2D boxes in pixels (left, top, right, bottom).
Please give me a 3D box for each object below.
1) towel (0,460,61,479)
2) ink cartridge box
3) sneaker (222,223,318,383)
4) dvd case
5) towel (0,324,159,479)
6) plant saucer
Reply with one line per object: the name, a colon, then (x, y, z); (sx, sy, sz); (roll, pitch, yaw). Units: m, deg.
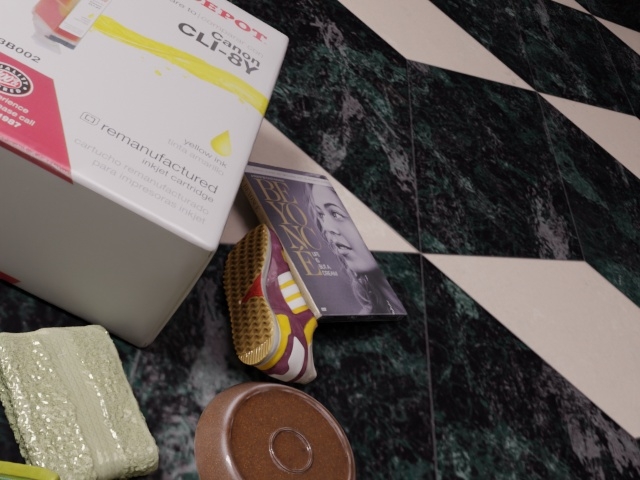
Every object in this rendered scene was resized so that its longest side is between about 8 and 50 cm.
towel: (-0.266, 0.211, 0.469); (0.237, 0.102, 0.021); (-46, 124, -52)
ink cartridge box: (-0.211, -0.131, 0.803); (0.279, 0.160, 0.385); (28, 39, -14)
sneaker: (-0.048, 0.066, 0.828); (0.084, 0.069, 0.185); (36, 32, -36)
dvd case: (0.000, 0.000, 0.941); (0.164, 0.018, 0.221); (5, 47, -50)
towel: (-0.201, 0.133, 0.654); (0.110, 0.027, 0.148); (-6, 56, -42)
plant saucer: (-0.032, 0.196, 0.730); (0.168, 0.029, 0.168); (23, 39, -20)
